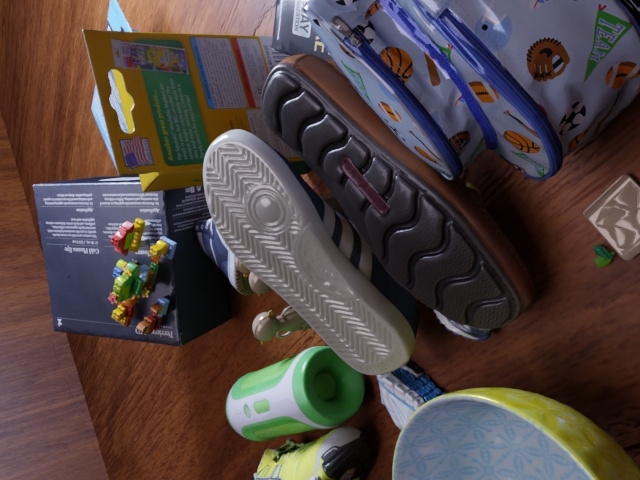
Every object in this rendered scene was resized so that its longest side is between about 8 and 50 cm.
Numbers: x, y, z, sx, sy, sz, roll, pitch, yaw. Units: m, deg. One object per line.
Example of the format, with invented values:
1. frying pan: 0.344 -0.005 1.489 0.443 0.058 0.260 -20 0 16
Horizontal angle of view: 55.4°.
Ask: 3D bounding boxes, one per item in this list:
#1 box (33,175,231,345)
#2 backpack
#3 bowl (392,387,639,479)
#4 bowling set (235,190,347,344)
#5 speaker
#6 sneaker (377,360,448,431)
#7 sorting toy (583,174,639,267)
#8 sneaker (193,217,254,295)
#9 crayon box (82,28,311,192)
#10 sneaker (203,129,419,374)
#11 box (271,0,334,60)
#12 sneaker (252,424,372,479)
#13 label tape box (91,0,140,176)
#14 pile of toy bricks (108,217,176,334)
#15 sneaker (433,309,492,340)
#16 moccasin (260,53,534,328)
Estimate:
1. box: -0.382 0.028 1.253 0.343 0.179 0.313 2 101 26
2. backpack: 0.131 -0.171 0.518 0.263 0.276 0.213 42 104 16
3. bowl: 0.222 0.270 0.601 0.289 0.156 0.290 19 114 50
4. bowling set: -0.074 0.005 0.948 0.200 0.154 0.287 46 133 38
5. speaker: -0.052 0.259 1.009 0.296 0.131 0.131 -35 71 53
6. sneaker: 0.139 0.235 0.797 0.190 0.071 0.083 43 138 52
7. sorting toy: 0.278 -0.013 0.572 0.062 0.012 0.083 55 135 23
8. sneaker: -0.155 -0.053 1.096 0.153 0.099 0.282 38 131 41
9. crayon box: -0.162 -0.187 0.873 0.083 0.322 0.203 -27 77 54
10. sneaker: 0.000 0.000 0.765 0.131 0.148 0.350 -30 103 35
11. box: 0.047 -0.368 0.745 0.242 0.076 0.308 34 125 45
12. sneaker: -0.043 0.400 1.023 0.147 0.145 0.385 57 138 28
13. label tape box: -0.410 -0.341 1.370 0.241 0.105 0.334 60 140 24
14. pile of toy bricks: -0.333 0.079 1.081 0.118 0.105 0.212 26 111 18
15. sneaker: 0.159 0.060 0.728 0.135 0.052 0.058 52 133 32
16. moccasin: 0.093 -0.064 0.689 0.380 0.147 0.139 46 137 19
